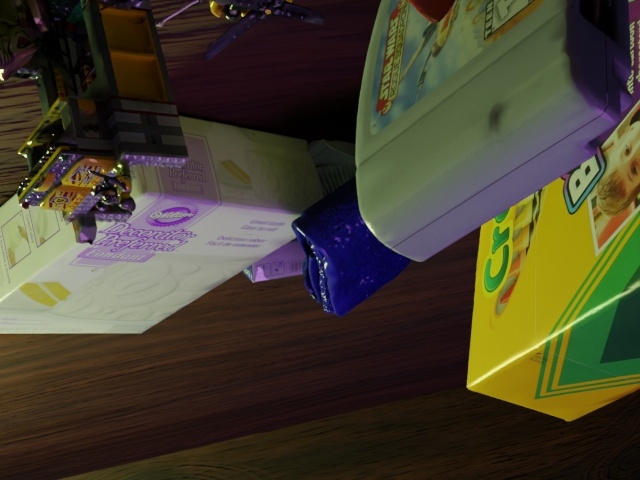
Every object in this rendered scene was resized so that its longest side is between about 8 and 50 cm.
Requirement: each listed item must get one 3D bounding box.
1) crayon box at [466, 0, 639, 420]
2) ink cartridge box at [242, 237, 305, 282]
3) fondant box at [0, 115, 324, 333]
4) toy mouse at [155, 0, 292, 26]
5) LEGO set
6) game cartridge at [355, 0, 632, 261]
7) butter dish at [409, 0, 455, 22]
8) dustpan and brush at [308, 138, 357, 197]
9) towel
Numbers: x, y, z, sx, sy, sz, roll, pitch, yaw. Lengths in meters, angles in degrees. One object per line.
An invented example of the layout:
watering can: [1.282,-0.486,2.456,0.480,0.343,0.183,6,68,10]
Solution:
crayon box: [0.239,-0.088,0.769,0.106,0.363,0.313,20,149,-15]
ink cartridge box: [0.000,0.000,1.232,0.207,0.046,0.097,-8,-161,-20]
fondant box: [-0.192,-0.004,1.064,0.330,0.096,0.238,-32,156,36]
toy mouse: [-0.031,-0.207,0.723,0.161,0.031,0.143,-9,160,-20]
LEGO set: [-0.162,-0.121,0.611,0.255,0.192,0.331,5,152,-47]
game cartridge: [0.104,-0.139,0.660,0.062,0.297,0.198,32,138,-27]
butter dish: [0.043,-0.235,0.598,0.160,0.118,0.160,-62,151,-2]
dustpan and brush: [0.050,-0.052,1.175,0.211,0.060,0.147,-1,156,-37]
towel: [0.115,-0.046,1.067,0.308,0.076,0.227,-37,164,-9]
